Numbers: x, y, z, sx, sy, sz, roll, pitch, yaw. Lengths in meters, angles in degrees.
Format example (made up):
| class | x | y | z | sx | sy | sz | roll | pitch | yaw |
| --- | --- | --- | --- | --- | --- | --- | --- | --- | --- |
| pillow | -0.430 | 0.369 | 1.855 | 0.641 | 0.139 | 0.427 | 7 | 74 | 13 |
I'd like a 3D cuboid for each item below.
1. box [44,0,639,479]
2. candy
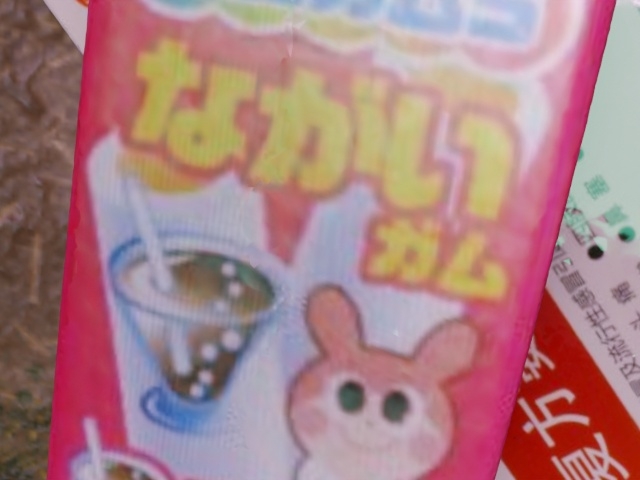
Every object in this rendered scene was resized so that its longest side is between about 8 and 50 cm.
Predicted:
| class | x | y | z | sx | sy | sz | roll | pitch | yaw |
| --- | --- | --- | --- | --- | --- | --- | --- | --- | --- |
| box | 0.057 | -0.046 | 0.430 | 0.214 | 0.069 | 0.353 | -32 | 98 | 19 |
| candy | 0.000 | 0.000 | 0.372 | 0.157 | 0.100 | 0.305 | 13 | 109 | 7 |
